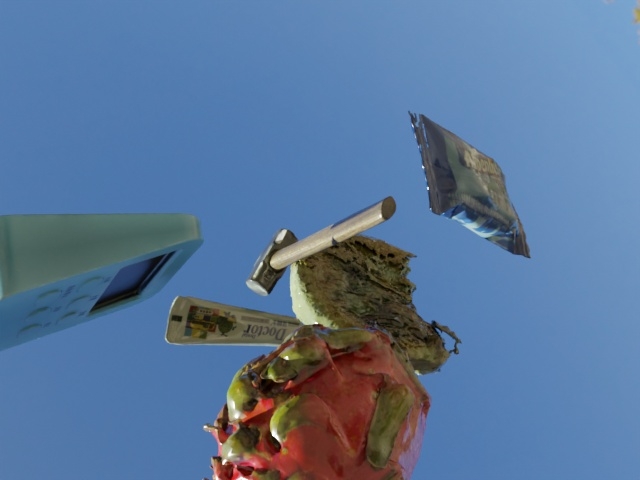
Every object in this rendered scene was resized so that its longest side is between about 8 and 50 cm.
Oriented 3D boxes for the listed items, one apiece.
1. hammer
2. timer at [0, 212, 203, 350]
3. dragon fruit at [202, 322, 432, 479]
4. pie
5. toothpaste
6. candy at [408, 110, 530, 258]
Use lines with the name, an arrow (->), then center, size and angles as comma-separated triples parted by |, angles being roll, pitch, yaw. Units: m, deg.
hammer -> 0.000, 0.000, 1.082 | 0.043, 0.365, 0.111 | 39, -118, -16
timer -> -0.274, 0.050, 0.857 | 0.250, 0.232, 0.091 | -6, -111, -32
dragon fruit -> 0.002, 0.224, 0.859 | 0.237, 0.231, 0.302 | 33, -113, 16
pie -> 0.085, 0.103, 1.362 | 0.297, 0.078, 0.371 | 7, -146, -21
toothpaste -> -0.105, 0.126, 1.069 | 0.255, 0.037, 0.067 | 13, -89, -39
candy -> 0.257, -0.086, 1.253 | 0.331, 0.077, 0.187 | 22, -128, -49
